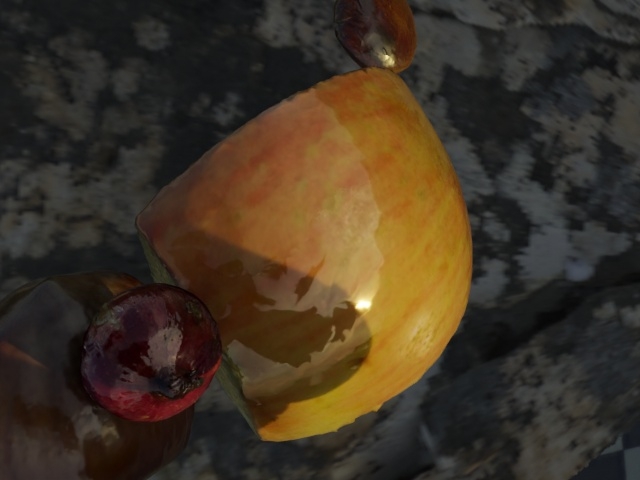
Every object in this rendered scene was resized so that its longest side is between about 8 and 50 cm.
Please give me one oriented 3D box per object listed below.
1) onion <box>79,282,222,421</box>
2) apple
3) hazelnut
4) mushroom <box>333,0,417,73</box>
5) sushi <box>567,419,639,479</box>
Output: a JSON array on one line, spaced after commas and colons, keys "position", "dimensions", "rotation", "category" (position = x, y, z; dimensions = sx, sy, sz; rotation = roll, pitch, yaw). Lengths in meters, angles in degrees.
[{"position": [-0.120, 0.083, 1.223], "dimensions": [0.097, 0.107, 0.107], "rotation": [34, 101, 47], "category": "onion"}, {"position": [0.000, 0.000, 1.585], "dimensions": [0.309, 0.252, 0.314], "rotation": [-33, 114, -10], "category": "apple"}, {"position": [-0.204, 0.123, 1.341], "dimensions": [0.181, 0.212, 0.181], "rotation": [-28, 91, 55], "category": "hazelnut"}, {"position": [0.067, -0.247, 1.930], "dimensions": [0.052, 0.123, 0.123], "rotation": [-13, 85, 41], "category": "mushroom"}, {"position": [0.258, 0.180, 1.022], "dimensions": [0.290, 0.050, 0.264], "rotation": [-41, 47, 16], "category": "sushi"}]
